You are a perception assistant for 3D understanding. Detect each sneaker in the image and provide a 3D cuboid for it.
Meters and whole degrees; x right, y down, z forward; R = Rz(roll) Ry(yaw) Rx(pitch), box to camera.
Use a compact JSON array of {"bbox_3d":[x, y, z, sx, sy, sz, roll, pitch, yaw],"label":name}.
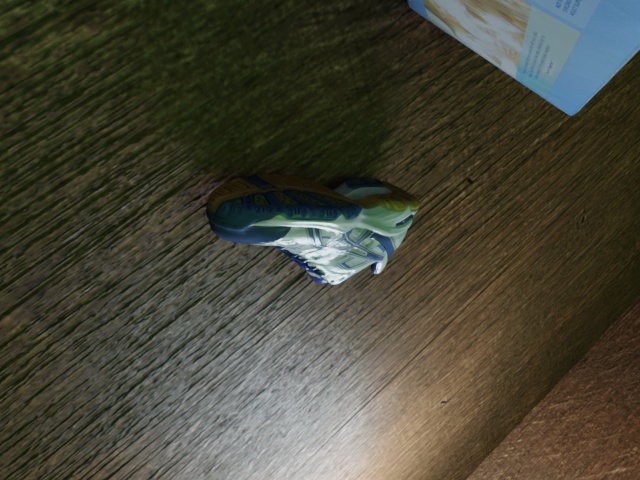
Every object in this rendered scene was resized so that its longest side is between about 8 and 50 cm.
[{"bbox_3d":[0.000,0.000,0.609,0.296,0.112,0.131,-1,119,-41],"label":"sneaker"}]

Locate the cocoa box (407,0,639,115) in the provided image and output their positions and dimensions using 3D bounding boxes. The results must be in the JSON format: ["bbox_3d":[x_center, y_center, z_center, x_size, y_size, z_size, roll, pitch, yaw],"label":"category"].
[{"bbox_3d":[0.196,-0.272,0.391,0.228,0.231,0.347,-54,168,13],"label":"cocoa box"}]
